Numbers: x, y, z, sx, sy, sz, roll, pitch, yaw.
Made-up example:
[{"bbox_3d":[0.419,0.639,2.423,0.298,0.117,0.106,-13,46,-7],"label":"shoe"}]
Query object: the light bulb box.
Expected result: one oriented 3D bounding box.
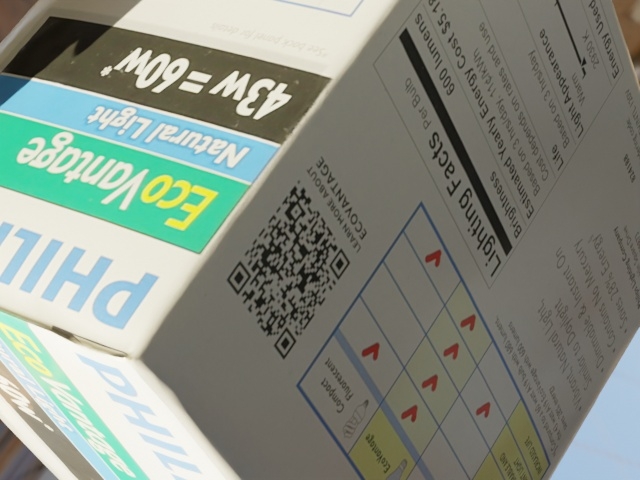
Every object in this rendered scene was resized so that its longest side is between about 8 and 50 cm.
[{"bbox_3d":[0.000,0.000,0.859,0.225,0.361,0.358,16,150,38],"label":"light bulb box"}]
